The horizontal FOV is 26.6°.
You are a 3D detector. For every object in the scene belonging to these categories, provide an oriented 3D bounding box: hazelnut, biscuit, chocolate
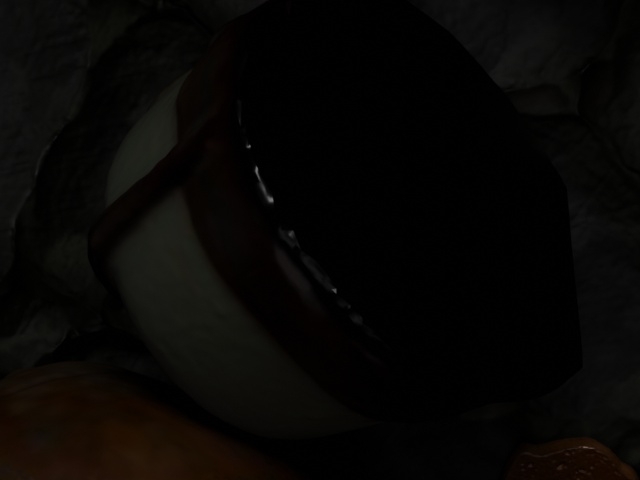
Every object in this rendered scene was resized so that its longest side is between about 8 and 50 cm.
[{"bbox_3d":[-0.136,0.254,0.857,0.359,0.359,0.409,-3,151,14],"label":"hazelnut"},{"bbox_3d":[0.187,0.190,0.962,0.130,0.019,0.102,36,116,-5],"label":"biscuit"},{"bbox_3d":[0.000,0.000,0.807,0.283,0.283,0.186,46,130,-9],"label":"chocolate"}]
